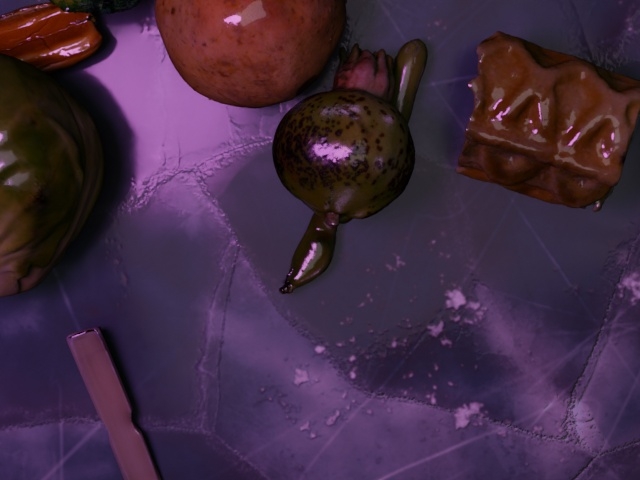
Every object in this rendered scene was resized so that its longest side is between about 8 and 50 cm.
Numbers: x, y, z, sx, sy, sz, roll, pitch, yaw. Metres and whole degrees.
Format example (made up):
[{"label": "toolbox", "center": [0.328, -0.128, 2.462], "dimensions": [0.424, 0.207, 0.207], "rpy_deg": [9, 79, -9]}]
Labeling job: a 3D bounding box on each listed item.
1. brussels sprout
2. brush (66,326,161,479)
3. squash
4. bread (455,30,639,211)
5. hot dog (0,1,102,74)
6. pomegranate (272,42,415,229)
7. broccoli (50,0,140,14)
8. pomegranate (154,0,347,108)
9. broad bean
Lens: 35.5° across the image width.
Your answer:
[{"label": "brussels sprout", "center": [-0.485, -0.102, 1.504], "dimensions": [0.315, 0.276, 0.371], "rpy_deg": [-14, 113, -5]}, {"label": "brush", "center": [-0.340, 0.291, 1.677], "dimensions": [0.060, 0.050, 0.321], "rpy_deg": [-18, 104, 2]}, {"label": "squash", "center": [0.128, -0.231, 1.588], "dimensions": [0.052, 0.052, 0.183], "rpy_deg": [17, 101, 0]}, {"label": "bread", "center": [0.337, -0.172, 1.513], "dimensions": [0.252, 0.238, 0.196], "rpy_deg": [12, 60, 5]}, {"label": "hot dog", "center": [-0.477, -0.310, 1.586], "dimensions": [0.269, 0.072, 0.115], "rpy_deg": [-14, 97, 5]}, {"label": "pomegranate", "center": [0.053, -0.156, 1.523], "dimensions": [0.222, 0.276, 0.204], "rpy_deg": [0, 130, 39]}, {"label": "broccoli", "center": [-0.327, -0.482, 1.470], "dimensions": [0.254, 0.269, 0.269], "rpy_deg": [-30, 96, 35]}, {"label": "pomegranate", "center": [-0.104, -0.330, 1.475], "dimensions": [0.281, 0.281, 0.281], "rpy_deg": [0, 97, 2]}, {"label": "broad bean", "center": [0.000, 0.000, 1.622], "dimensions": [0.070, 0.048, 0.213], "rpy_deg": [36, 94, -2]}]
